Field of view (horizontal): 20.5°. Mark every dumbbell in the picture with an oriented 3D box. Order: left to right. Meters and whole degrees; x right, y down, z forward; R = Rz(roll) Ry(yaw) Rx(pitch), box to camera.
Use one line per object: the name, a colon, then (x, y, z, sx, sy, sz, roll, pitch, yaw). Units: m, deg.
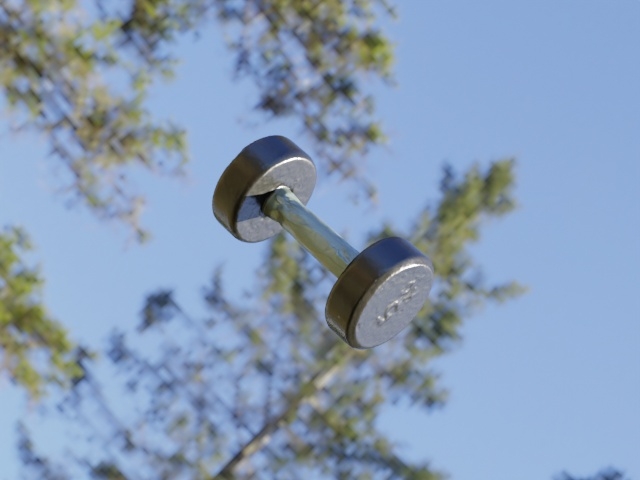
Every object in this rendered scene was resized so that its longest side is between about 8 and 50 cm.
dumbbell: (0.000, 0.000, 1.516, 0.191, 0.100, 0.100, 43, -32, 30)
